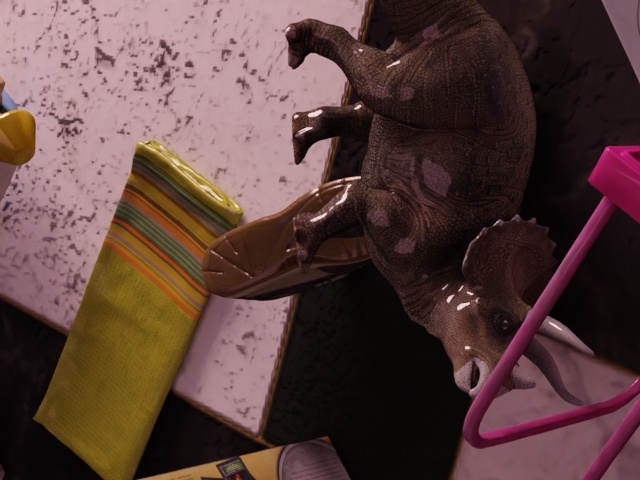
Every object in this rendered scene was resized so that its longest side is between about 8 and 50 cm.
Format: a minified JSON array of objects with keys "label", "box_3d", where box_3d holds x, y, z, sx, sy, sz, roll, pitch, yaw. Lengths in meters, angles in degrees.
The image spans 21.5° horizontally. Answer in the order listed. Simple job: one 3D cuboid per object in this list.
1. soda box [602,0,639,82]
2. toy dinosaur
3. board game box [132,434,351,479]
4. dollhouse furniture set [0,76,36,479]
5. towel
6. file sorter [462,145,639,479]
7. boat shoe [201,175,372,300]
[{"label":"soda box","box_3d":[0.144,-0.117,0.633,0.074,0.069,0.216,-31,77,40]},{"label":"toy dinosaur","box_3d":[0.062,-0.055,0.978,0.160,0.121,0.313,-2,78,1]},{"label":"board game box","box_3d":[-0.046,0.210,0.984,0.042,0.243,0.165,-41,68,33]},{"label":"dollhouse furniture set","box_3d":[-0.334,0.053,1.174,0.198,0.286,0.303,50,132,25]},{"label":"towel","box_3d":[-0.132,0.055,1.184,0.102,0.021,0.237,37,114,32]},{"label":"file sorter","box_3d":[0.242,0.110,0.781,0.291,0.202,0.182,43,118,28]},{"label":"boat shoe","box_3d":[0.000,0.000,1.061,0.152,0.049,0.056,-16,72,20]}]
